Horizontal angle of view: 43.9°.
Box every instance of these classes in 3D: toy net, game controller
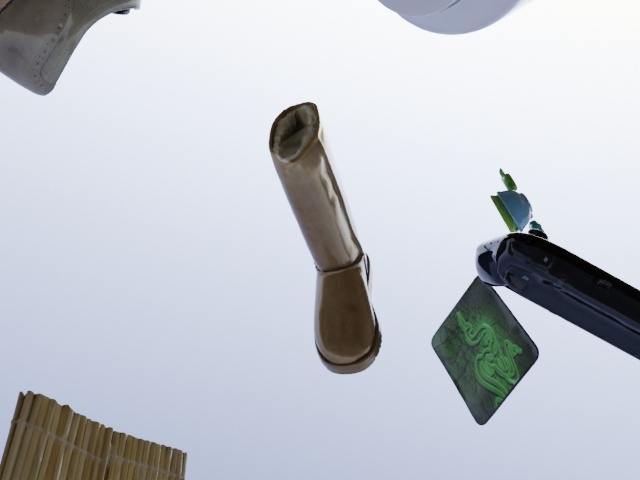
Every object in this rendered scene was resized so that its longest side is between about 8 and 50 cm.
[{"bbox_3d":[0.315,0.007,1.166,0.045,0.232,0.122,-32,-159,10],"label":"toy net"},{"bbox_3d":[0.312,0.081,0.826,0.319,0.067,0.166,29,179,-4],"label":"game controller"}]

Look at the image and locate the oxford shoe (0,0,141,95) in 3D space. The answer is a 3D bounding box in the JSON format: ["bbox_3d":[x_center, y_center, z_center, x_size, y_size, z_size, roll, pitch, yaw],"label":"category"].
[{"bbox_3d":[-0.213,-0.289,0.767,0.123,0.130,0.348,9,-122,47],"label":"oxford shoe"}]

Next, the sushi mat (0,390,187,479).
[{"bbox_3d":[-0.159,0.256,0.500,0.151,0.019,0.317,37,-144,-34],"label":"sushi mat"}]

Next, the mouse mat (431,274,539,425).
[{"bbox_3d":[0.238,0.159,1.182,0.007,0.153,0.190,16,-152,-31],"label":"mouse mat"}]

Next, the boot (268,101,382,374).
[{"bbox_3d":[0.000,0.000,0.997,0.089,0.270,0.236,-13,-141,8],"label":"boot"}]

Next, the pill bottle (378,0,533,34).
[{"bbox_3d":[0.132,-0.257,0.661,0.146,0.146,0.264,24,-145,23],"label":"pill bottle"}]
